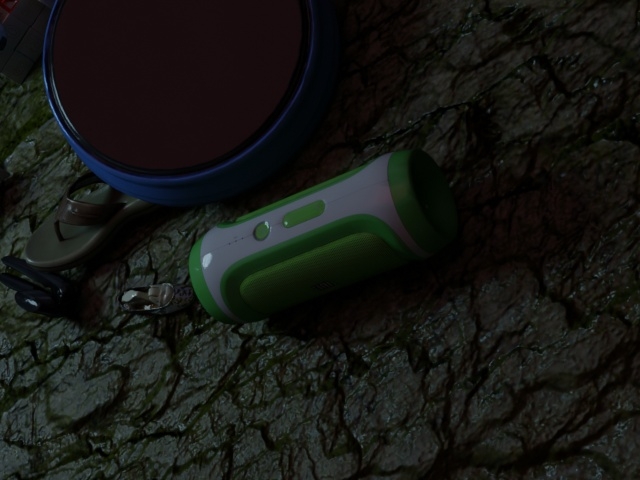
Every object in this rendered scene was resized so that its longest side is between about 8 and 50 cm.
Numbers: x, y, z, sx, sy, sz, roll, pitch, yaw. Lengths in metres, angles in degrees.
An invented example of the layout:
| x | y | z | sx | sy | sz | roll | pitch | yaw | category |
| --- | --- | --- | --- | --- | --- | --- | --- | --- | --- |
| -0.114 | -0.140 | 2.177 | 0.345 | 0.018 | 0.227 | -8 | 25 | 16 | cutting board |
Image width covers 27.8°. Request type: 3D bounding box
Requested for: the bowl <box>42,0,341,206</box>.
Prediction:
| x | y | z | sx | sy | sz | roll | pitch | yaw | category |
| --- | --- | --- | --- | --- | --- | --- | --- | --- | --- |
| -0.172 | -0.240 | 1.632 | 0.391 | 0.077 | 0.391 | -3 | 78 | 15 | bowl |

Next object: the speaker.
| x | y | z | sx | sy | sz | roll | pitch | yaw | category |
| --- | --- | --- | --- | --- | --- | --- | --- | --- | --- |
| 0.000 | 0.000 | 1.452 | 0.296 | 0.131 | 0.131 | -22 | 58 | 27 | speaker |

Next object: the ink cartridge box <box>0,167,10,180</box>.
| x | y | z | sx | sy | sz | roll | pitch | yaw | category |
| --- | --- | --- | --- | --- | --- | --- | --- | --- | --- |
| -0.552 | -0.056 | 1.896 | 0.180 | 0.104 | 0.060 | -26 | 56 | 25 | ink cartridge box |

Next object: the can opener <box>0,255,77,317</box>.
| x | y | z | sx | sy | sz | roll | pitch | yaw | category |
| --- | --- | --- | --- | --- | --- | --- | --- | --- | --- |
| -0.390 | 0.056 | 1.759 | 0.186 | 0.073 | 0.059 | 28 | 95 | 50 | can opener |

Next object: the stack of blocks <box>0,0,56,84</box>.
| x | y | z | sx | sy | sz | roll | pitch | yaw | category |
| --- | --- | --- | --- | --- | --- | --- | --- | --- | --- |
| -0.427 | -0.392 | 1.972 | 0.171 | 0.087 | 0.297 | 37 | 93 | 41 | stack of blocks |

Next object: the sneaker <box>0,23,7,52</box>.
| x | y | z | sx | sy | sz | roll | pitch | yaw | category |
| --- | --- | --- | --- | --- | --- | --- | --- | --- | --- |
| -0.523 | -0.365 | 1.908 | 0.235 | 0.094 | 0.153 | 17 | 89 | 50 | sneaker |

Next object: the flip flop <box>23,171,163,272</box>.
| x | y | z | sx | sy | sz | roll | pitch | yaw | category |
| --- | --- | --- | --- | --- | --- | --- | --- | --- | --- |
| -0.287 | -0.055 | 1.705 | 0.277 | 0.080 | 0.112 | -29 | 42 | 21 | flip flop |

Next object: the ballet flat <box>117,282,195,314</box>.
| x | y | z | sx | sy | sz | roll | pitch | yaw | category |
| --- | --- | --- | --- | --- | --- | --- | --- | --- | --- |
| -0.212 | 0.073 | 1.631 | 0.114 | 0.041 | 0.041 | -8 | 65 | 33 | ballet flat |
